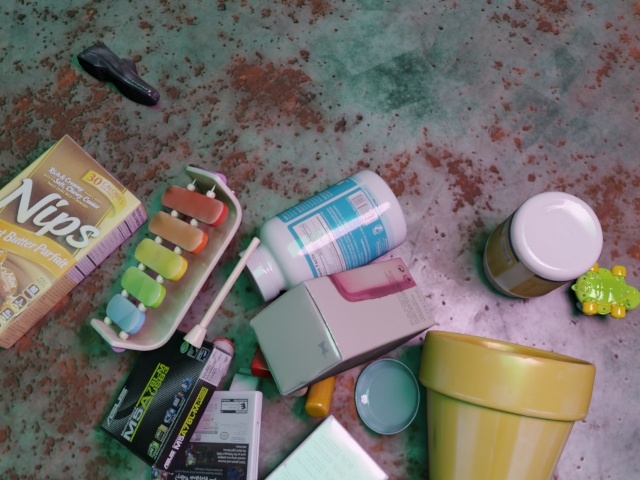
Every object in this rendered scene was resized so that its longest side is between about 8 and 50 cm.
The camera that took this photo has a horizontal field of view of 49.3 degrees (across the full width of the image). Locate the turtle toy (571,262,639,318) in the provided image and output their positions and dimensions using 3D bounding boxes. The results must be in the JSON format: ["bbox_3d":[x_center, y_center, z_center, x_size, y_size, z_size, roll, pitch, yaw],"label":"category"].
[{"bbox_3d":[0.498,0.092,1.213,0.130,0.066,0.095,9,74,-3],"label":"turtle toy"}]

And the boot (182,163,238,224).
[{"bbox_3d":[-0.217,-0.064,1.217,0.106,0.037,0.114,35,78,4],"label":"boot"}]

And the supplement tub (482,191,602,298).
[{"bbox_3d":[0.357,0.015,1.154,0.144,0.199,0.144,1,74,-5],"label":"supplement tub"}]

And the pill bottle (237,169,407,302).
[{"bbox_3d":[0.000,0.000,1.157,0.264,0.146,0.146,-28,78,-12],"label":"pill bottle"}]

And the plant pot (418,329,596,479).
[{"bbox_3d":[0.266,0.277,1.060,0.254,0.254,0.239,11,89,-2],"label":"plant pot"}]

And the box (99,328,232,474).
[{"bbox_3d":[-0.236,0.231,1.056,0.045,0.184,0.190,38,72,-39],"label":"box"}]

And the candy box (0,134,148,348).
[{"bbox_3d":[-0.466,-0.001,1.148,0.183,0.087,0.316,41,75,8],"label":"candy box"}]

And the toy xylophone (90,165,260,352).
[{"bbox_3d":[-0.220,0.037,1.092,0.081,0.236,0.322,36,73,-37],"label":"toy xylophone"}]

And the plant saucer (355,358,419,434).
[{"bbox_3d":[0.112,0.252,1.129,0.119,0.021,0.119,-10,73,35],"label":"plant saucer"}]

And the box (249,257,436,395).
[{"bbox_3d":[0.037,0.126,1.066,0.232,0.149,0.126,-10,68,-47],"label":"box"}]

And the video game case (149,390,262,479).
[{"bbox_3d":[-0.177,0.318,1.063,0.190,0.022,0.173,-6,71,26],"label":"video game case"}]

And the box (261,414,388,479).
[{"bbox_3d":[-0.004,0.376,1.072,0.170,0.091,0.130,-41,81,-15],"label":"box"}]

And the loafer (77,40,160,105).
[{"bbox_3d":[-0.357,-0.307,1.266,0.170,0.062,0.061,34,69,4],"label":"loafer"}]

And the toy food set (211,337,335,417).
[{"bbox_3d":[-0.091,0.198,1.118,0.232,0.111,0.104,8,42,8],"label":"toy food set"}]
